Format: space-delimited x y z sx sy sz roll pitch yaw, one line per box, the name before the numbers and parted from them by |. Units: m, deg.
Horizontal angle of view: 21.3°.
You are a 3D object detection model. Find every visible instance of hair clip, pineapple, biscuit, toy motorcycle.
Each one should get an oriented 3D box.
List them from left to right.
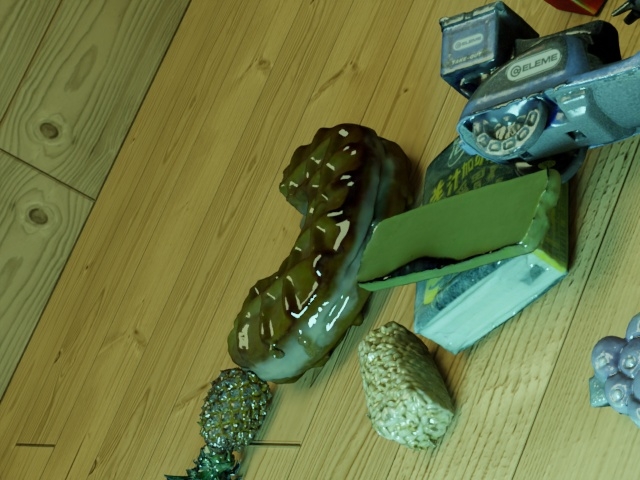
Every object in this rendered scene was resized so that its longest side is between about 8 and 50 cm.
pineapple | -0.133 0.254 2.199 0.083 0.103 0.221 68 -136 -72
biscuit | 0.008 -0.001 2.174 0.268 0.115 0.366 -39 30 46
biscuit | 0.089 0.153 1.822 0.070 0.082 0.168 -51 22 19
biscuit | 0.136 -0.003 1.754 0.322 0.038 0.099 -19 43 58
toy motorcycle | 0.280 -0.182 1.674 0.358 0.125 0.212 -15 59 34
hair clip | 0.308 0.105 1.440 0.195 0.052 0.124 -31 44 39

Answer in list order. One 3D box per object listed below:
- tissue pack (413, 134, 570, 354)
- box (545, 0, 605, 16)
tissue pack | 0.185 -0.028 1.835 0.185 0.081 0.257 -40 29 39
box | 0.241 -0.325 1.964 0.048 0.175 0.112 -60 21 3
